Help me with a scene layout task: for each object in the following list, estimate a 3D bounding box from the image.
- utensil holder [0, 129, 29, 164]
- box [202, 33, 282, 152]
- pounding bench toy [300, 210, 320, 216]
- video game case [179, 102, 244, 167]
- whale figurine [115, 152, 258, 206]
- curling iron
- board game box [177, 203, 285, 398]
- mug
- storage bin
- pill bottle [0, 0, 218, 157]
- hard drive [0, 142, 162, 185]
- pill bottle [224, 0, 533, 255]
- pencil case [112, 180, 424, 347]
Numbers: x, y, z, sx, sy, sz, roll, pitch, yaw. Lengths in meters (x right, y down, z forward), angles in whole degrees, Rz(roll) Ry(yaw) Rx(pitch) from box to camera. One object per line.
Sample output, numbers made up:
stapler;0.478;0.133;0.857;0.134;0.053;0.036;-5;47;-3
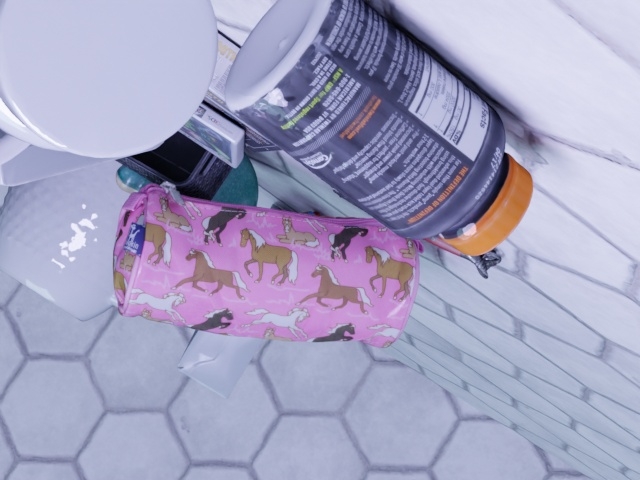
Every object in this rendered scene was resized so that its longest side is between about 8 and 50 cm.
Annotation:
utensil holder;-0.465;-0.256;1.537;0.327;0.327;0.385;38;174;-34
box;-0.126;-0.182;1.585;0.231;0.056;0.183;34;173;-14
pounding bench toy;0.000;0.000;2.187;0.083;0.065;0.052;32;-167;13
video game case;-0.162;-0.147;1.657;0.173;0.022;0.190;33;173;0
whale figurine;-0.175;-0.052;2.008;0.216;0.141;0.272;34;-148;-9
curling iron;0.108;-0.016;1.765;0.274;0.035;0.068;26;170;40
board game box;-0.108;0.086;2.272;0.097;0.224;0.303;32;-166;-4
mug;-0.311;-0.030;2.293;0.374;0.328;0.276;31;173;15
storage bin;-0.200;-0.140;1.911;0.180;0.122;0.084;30;172;21
pill bottle;-0.225;-0.189;1.242;0.204;0.204;0.361;37;179;-28
hard drive;-0.388;-0.126;1.708;0.353;0.047;0.233;11;-159;39
pill bottle;0.055;-0.087;1.157;0.245;0.130;0.130;36;172;-24
pencil case;-0.067;0.035;1.865;0.386;0.160;0.167;9;141;-15
